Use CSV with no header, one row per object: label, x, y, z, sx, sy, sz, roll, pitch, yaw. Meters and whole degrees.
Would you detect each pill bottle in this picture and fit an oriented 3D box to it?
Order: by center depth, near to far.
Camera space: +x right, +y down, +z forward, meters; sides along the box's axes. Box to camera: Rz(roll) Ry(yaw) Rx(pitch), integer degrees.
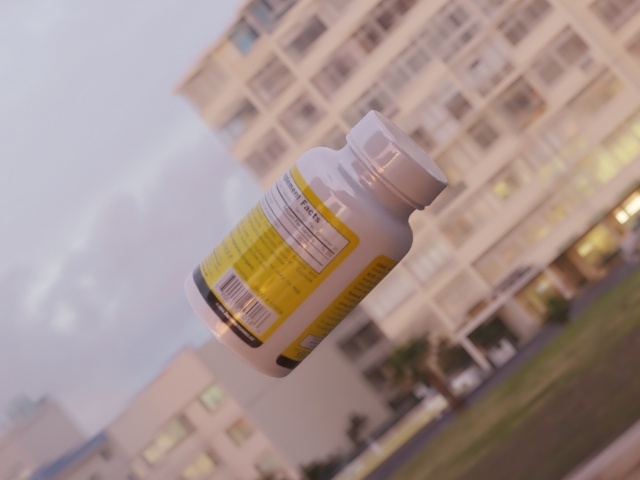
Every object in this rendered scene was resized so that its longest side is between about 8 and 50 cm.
pill bottle,0.000,0.000,0.818,0.116,0.065,0.065,-45,-7,12
